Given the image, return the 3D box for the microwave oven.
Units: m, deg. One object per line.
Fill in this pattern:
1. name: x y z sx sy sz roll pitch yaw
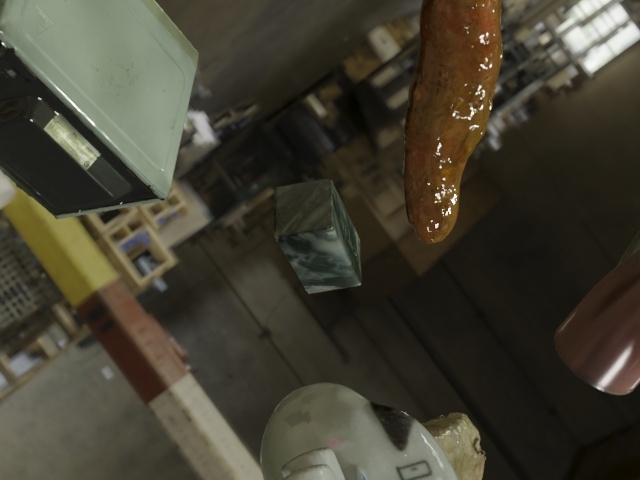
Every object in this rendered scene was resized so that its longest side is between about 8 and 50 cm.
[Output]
1. microwave oven: -0.353 -0.228 1.480 0.218 0.355 0.286 -8 -123 26

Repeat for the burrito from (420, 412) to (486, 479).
1. burrito: 0.169 0.383 1.929 0.107 0.175 0.348 -21 165 36

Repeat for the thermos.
1. thermos: 0.473 0.079 1.702 0.176 0.146 0.265 -97 -150 -51

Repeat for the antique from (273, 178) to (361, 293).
1. antique: 0.000 0.000 1.669 0.086 0.088 0.183 -9 147 13

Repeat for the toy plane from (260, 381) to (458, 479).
1. toy plane: 0.048 0.205 0.704 0.122 0.267 0.267 -31 -179 3

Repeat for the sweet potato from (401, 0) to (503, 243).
1. sweet potato: 0.142 -0.170 1.235 0.106 0.095 0.354 -87 -175 -66
